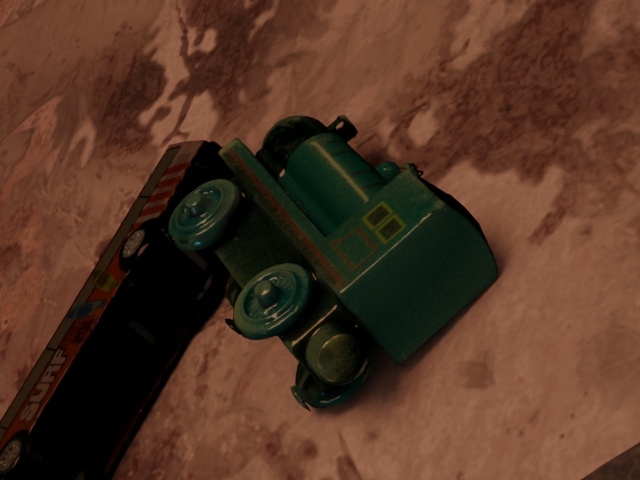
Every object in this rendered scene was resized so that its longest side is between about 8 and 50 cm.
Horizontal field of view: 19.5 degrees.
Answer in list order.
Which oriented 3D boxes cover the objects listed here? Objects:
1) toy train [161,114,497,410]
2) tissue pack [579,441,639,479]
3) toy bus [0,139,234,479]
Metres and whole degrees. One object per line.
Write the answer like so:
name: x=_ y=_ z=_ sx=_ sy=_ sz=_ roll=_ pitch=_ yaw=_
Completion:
toy train: x=0.000 y=0.000 z=1.486 sx=0.194 sy=0.120 sz=0.298 roll=-41 pitch=35 yaw=0
tissue pack: x=0.125 y=0.286 z=0.962 sx=0.288 sy=0.124 sz=0.394 roll=-37 pitch=15 yaw=16
toy bus: x=-0.184 y=0.100 z=1.614 sx=0.092 sy=0.093 sz=0.409 roll=5 pitch=61 yaw=59
